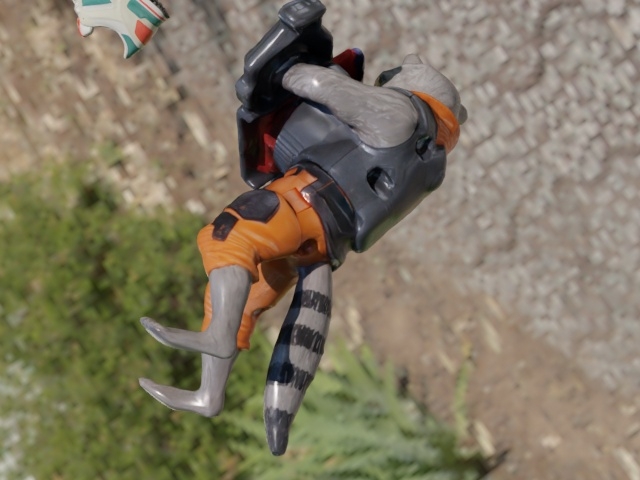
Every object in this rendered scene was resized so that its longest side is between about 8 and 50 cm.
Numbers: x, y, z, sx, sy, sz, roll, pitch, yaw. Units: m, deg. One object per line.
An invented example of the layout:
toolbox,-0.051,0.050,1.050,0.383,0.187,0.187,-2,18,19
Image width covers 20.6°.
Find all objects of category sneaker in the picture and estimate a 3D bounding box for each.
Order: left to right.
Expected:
sneaker,-0.233,-0.245,1.747,0.161,0.075,0.057,36,-173,-6

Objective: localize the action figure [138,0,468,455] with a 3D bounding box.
action figure,0.000,0.000,1.336,0.178,0.330,0.341,32,161,19
